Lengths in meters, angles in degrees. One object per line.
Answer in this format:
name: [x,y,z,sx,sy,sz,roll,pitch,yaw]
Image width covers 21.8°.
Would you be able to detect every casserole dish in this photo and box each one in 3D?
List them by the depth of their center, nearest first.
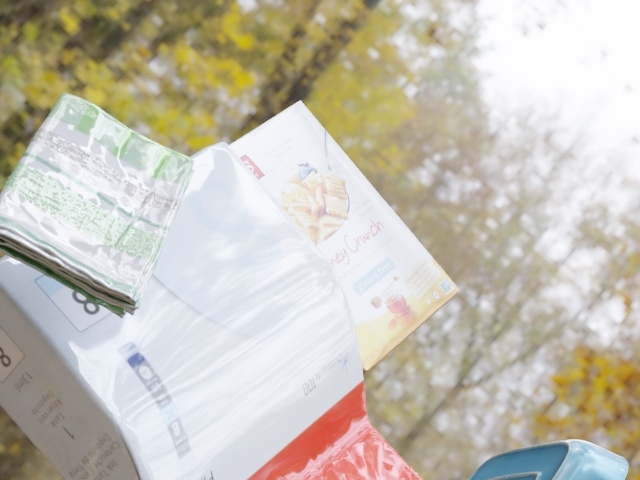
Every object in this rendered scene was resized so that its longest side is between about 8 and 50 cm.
casserole dish: [0.123,0.174,1.052,0.037,0.114,0.188,41,-21,-6]

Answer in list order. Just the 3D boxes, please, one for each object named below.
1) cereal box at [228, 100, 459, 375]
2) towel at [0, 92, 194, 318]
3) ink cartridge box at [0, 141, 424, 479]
cereal box: [0.000,0.000,1.532,0.240,0.173,0.047,50,-46,2]
towel: [-0.150,-0.029,1.112,0.113,0.152,0.023,30,-46,-11]
ink cartridge box: [-0.052,0.128,1.254,0.385,0.308,0.091,47,-55,6]
